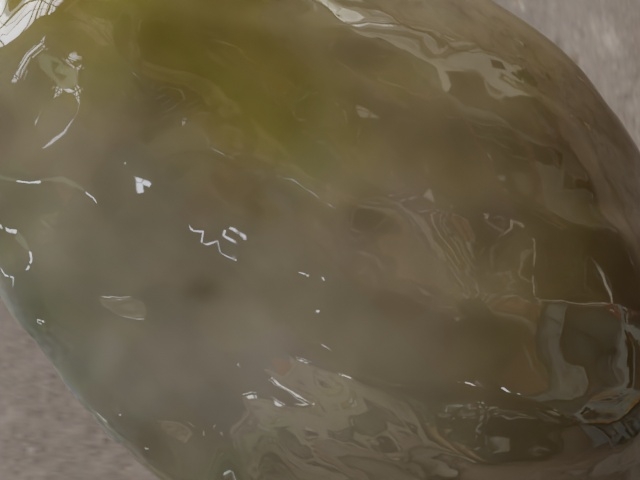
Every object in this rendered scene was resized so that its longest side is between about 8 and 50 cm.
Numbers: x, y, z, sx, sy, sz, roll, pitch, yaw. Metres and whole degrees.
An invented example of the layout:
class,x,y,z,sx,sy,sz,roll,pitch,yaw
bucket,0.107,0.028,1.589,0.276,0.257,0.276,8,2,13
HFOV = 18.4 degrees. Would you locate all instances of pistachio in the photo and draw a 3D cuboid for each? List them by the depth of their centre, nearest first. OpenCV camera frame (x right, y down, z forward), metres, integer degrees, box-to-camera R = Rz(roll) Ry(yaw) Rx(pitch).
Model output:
class,x,y,z,sx,sy,sz,roll,pitch,yaw
pistachio,0.000,0.000,0.675,0.288,0.166,0.197,28,86,-7
